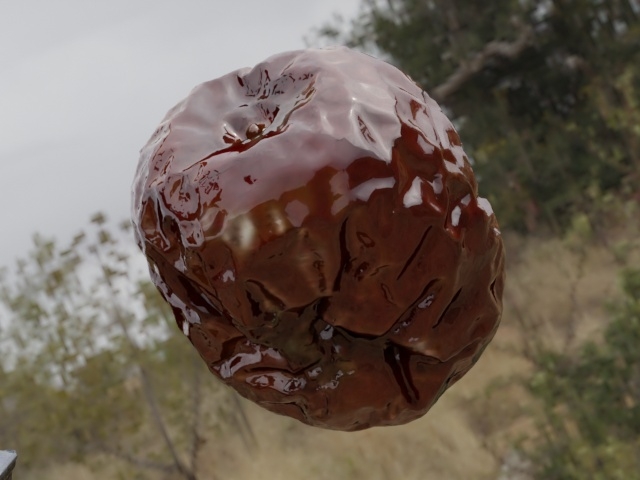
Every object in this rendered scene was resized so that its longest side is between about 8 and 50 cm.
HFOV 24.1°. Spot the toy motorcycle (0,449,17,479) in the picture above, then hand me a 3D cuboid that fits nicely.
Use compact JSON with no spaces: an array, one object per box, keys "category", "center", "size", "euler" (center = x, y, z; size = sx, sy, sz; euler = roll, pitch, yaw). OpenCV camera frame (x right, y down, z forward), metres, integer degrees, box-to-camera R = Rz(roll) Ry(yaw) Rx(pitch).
[{"category":"toy motorcycle","center":[-0.454,0.249,1.321],"size":[0.359,0.212,0.125],"euler":[8,15,5]}]

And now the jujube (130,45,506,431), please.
[{"category":"jujube","center":[0.000,0.000,0.929],"size":[0.213,0.232,0.213],"euler":[-19,36,14]}]
